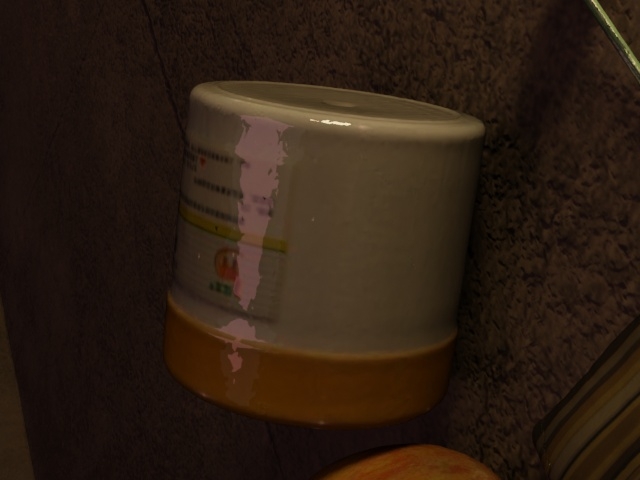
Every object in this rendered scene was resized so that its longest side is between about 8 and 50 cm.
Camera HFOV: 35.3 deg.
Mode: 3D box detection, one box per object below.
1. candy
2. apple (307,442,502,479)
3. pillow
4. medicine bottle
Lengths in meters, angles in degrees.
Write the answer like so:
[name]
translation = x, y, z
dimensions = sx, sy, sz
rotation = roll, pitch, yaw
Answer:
[candy]
translation = 0.193, -0.137, 0.667
dimensions = 0.061, 0.061, 0.202
rotation = -50, 60, 48
[apple]
translation = 0.066, 0.262, 0.770
dimensions = 0.211, 0.188, 0.211
rotation = 5, 96, 55
[pillow]
translation = 0.218, 0.145, 0.619
dimensions = 0.212, 0.052, 0.208
rotation = -101, 32, -45
[medicine bottle]
translation = 0.000, 0.000, 0.808
dimensions = 0.238, 0.238, 0.232
rotation = 26, 113, 55
